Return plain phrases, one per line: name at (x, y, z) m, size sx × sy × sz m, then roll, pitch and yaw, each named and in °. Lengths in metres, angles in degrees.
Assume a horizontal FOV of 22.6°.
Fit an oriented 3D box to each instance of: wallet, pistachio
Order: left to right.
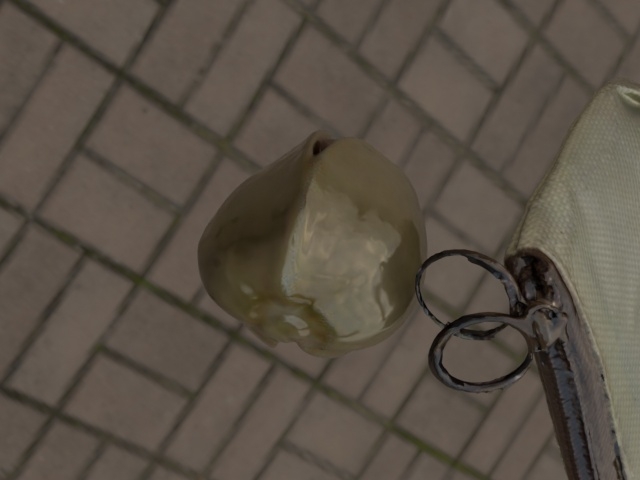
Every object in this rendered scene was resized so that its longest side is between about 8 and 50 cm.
pistachio at (0.000, 0.000, 0.780) m, size 0.149 × 0.113 × 0.113 m, roll -70°, pitch 164°, yaw -61°
wallet at (0.169, 0.069, 0.866) m, size 0.275 × 0.068 × 0.335 m, roll -58°, pitch 133°, yaw -45°
